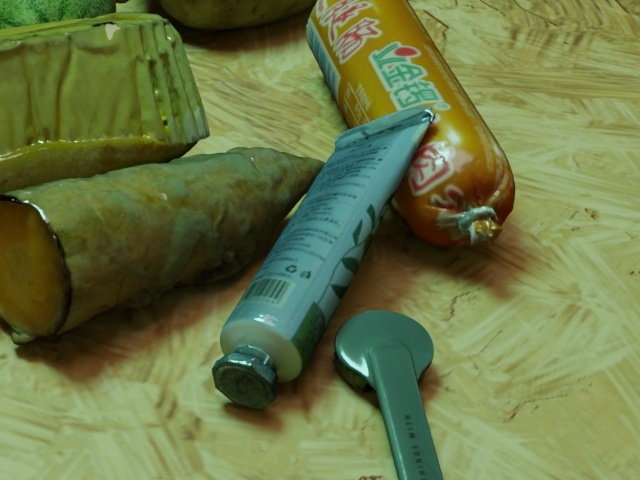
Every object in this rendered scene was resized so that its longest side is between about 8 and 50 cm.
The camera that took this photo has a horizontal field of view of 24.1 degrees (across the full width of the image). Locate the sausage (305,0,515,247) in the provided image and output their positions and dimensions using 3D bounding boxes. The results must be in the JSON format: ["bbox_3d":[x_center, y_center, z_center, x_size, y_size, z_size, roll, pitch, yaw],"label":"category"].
[{"bbox_3d":[0.069,-0.089,1.111,0.093,0.093,0.312,-4,35,-14],"label":"sausage"}]

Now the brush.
[{"bbox_3d":[0.054,0.133,0.847,0.062,0.027,0.266,-1,39,-10],"label":"brush"}]

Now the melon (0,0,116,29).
[{"bbox_3d":[-0.229,-0.186,1.166,0.139,0.139,0.192,-9,29,-20],"label":"melon"}]

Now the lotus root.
[{"bbox_3d":[-0.076,-0.261,1.301,0.257,0.140,0.154,-13,45,-37],"label":"lotus root"}]

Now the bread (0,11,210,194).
[{"bbox_3d":[-0.223,-0.082,1.008,0.288,0.119,0.152,-15,17,-29],"label":"bread"}]

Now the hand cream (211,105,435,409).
[{"bbox_3d":[0.000,0.000,0.961,0.088,0.055,0.256,-19,32,40],"label":"hand cream"}]

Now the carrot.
[{"bbox_3d":[-0.094,-0.017,0.980,0.263,0.102,0.102,-22,43,-39],"label":"carrot"}]
